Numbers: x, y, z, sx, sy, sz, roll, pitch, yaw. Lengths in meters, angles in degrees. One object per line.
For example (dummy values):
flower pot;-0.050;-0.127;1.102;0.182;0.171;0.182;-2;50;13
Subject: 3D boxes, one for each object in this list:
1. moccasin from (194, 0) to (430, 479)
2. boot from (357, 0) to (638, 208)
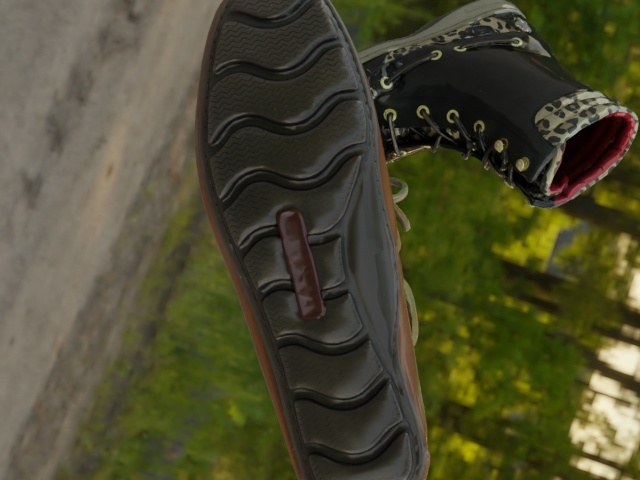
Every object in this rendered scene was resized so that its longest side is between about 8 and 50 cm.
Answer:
moccasin;0.003;-0.001;0.998;0.147;0.139;0.380;-59;130;-86
boot;0.098;-0.080;1.035;0.236;0.178;0.085;-31;137;-12
